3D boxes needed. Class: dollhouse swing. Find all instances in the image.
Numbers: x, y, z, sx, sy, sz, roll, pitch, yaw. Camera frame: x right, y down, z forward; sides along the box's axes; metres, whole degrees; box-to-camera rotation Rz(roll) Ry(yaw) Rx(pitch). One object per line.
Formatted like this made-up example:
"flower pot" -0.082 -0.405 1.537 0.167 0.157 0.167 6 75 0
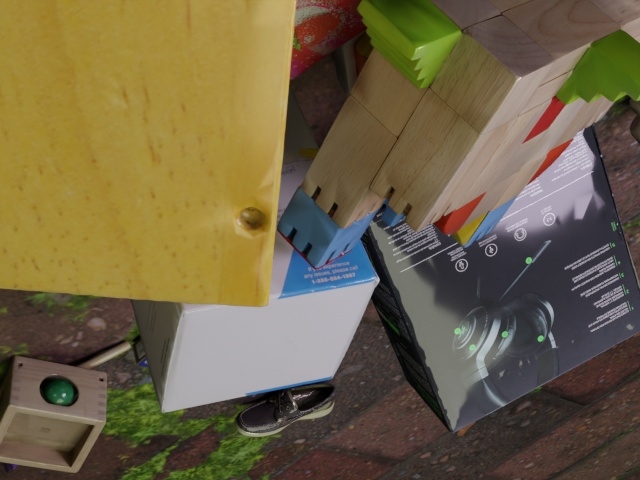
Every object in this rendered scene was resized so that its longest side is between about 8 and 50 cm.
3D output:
"dollhouse swing" -0.192 -0.128 0.649 0.347 0.305 0.315 5 124 -3

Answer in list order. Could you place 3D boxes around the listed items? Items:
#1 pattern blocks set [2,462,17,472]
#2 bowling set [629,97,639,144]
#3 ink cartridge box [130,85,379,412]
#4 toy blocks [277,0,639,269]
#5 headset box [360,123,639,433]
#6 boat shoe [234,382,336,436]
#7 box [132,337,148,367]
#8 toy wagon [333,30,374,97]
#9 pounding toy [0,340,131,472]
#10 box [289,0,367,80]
"pattern blocks set" -0.359 0.375 1.201 0.026 0.325 0.285 -42 141 24
"bowling set" 0.404 -0.144 1.004 0.154 0.287 0.200 -40 129 6
"ink cartridge box" -0.084 0.001 0.928 0.171 0.232 0.168 -9 146 -21
"toy blocks" 0.128 -0.097 0.812 0.381 0.191 0.261 -29 158 -43
"headset box" 0.177 0.023 1.061 0.246 0.131 0.283 -28 114 -7
"boat shoe" -0.047 0.228 1.432 0.152 0.056 0.049 -15 142 -29
"box" -0.100 0.121 1.262 0.136 0.036 0.225 -41 141 25
"toy wagon" 0.157 -0.237 0.887 0.267 0.068 0.344 11 134 -41
"pounding toy" -0.303 0.184 1.196 0.130 0.100 0.141 15 130 -24
"box" -0.075 -0.218 0.704 0.128 0.122 0.257 -32 151 21
